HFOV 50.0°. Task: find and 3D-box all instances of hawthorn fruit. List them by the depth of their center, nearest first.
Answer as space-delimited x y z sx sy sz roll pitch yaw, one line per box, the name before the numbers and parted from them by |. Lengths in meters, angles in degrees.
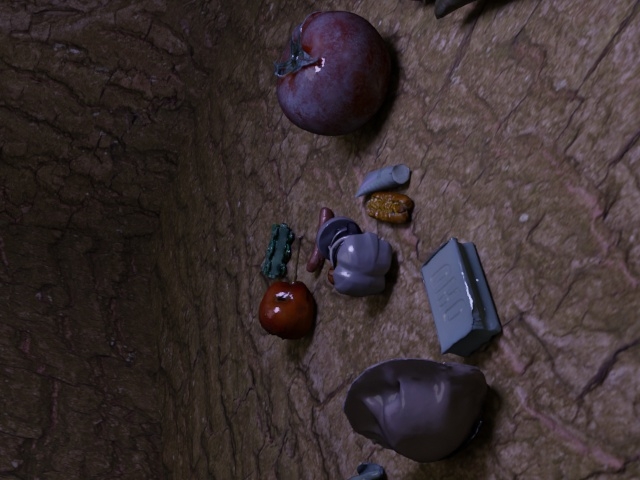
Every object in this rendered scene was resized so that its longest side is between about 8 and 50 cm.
hawthorn fruit | -0.083 0.129 1.880 0.165 0.165 0.285 1 81 65

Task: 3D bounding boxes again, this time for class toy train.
toy train | -0.137 0.032 2.146 0.105 0.071 0.178 -173 96 -73

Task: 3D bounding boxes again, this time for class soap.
soap | 0.255 0.106 1.273 0.114 0.063 0.198 -52 35 41

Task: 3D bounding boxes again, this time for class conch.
conch | 0.086 0.525 1.460 0.065 0.088 0.180 45 123 10

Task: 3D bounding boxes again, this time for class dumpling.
dumpling | 0.166 0.308 1.206 0.293 0.205 0.163 -44 51 37

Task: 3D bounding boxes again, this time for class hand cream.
hand cream | 0.144 -0.146 1.649 0.078 0.050 0.205 -62 19 -15

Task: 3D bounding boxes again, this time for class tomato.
tomato | 0.026 -0.421 1.746 0.317 0.283 0.316 -42 40 49

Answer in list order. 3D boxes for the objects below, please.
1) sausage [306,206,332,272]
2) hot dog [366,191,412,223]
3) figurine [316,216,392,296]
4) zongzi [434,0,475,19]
sausage | 0.000 0.000 1.893 0.043 0.043 0.186 18 95 65
hot dog | 0.157 -0.078 1.591 0.165 0.045 0.071 18 96 65
figurine | 0.075 0.047 1.610 0.236 0.133 0.175 -133 50 -64
zongzi | 0.351 -0.638 1.302 0.393 0.174 0.355 180 106 -71
